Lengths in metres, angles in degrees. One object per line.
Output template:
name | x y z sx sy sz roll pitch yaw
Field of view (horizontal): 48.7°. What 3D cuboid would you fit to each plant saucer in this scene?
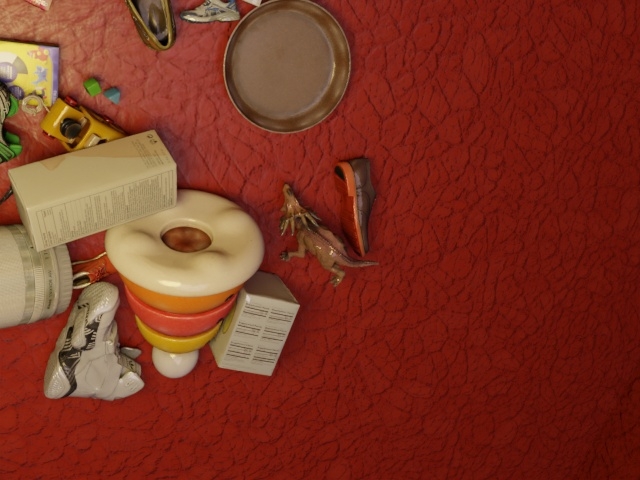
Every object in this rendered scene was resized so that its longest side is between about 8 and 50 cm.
plant saucer | -0.080 -0.408 1.659 0.311 0.050 0.310 -9 115 -19

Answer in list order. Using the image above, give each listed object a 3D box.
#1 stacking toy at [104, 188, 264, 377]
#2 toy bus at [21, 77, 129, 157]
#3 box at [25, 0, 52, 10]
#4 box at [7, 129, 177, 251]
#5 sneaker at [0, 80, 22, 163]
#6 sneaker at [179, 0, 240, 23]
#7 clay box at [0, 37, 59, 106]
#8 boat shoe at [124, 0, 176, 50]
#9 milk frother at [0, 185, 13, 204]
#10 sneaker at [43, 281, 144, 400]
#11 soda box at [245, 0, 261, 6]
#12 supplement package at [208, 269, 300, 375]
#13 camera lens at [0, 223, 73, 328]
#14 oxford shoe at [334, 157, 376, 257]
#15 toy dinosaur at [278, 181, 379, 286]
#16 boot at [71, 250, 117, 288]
stacking toy | -0.332 0.147 1.699 0.351 0.350 0.479 -4 132 -20
toy bus | -0.501 -0.226 1.507 0.202 0.104 0.190 -26 138 -29
box | -0.535 -0.588 1.355 0.128 0.122 0.256 22 102 -29
box | -0.468 -0.107 1.481 0.311 0.121 0.148 -20 149 -27
sneaker | -0.675 -0.304 1.371 0.146 0.134 0.343 -15 128 -20
sneaker | -0.245 -0.508 1.555 0.135 0.052 0.058 -12 106 -25
clay box | -0.654 -0.348 1.449 0.222 0.053 0.127 0 113 -23
boat shoe | -0.366 -0.543 1.453 0.111 0.104 0.307 -26 119 -10
milk frother | -0.729 -0.119 1.504 0.134 0.129 0.143 60 40 -30
sneaker | -0.507 0.252 1.697 0.210 0.137 0.365 18 121 -31
soda box | -0.224 -0.578 1.517 0.216 0.069 0.073 15 105 -26
supplement package | -0.181 0.197 1.791 0.149 0.194 0.203 15 105 -27
camera lens | -0.693 0.079 1.486 0.274 0.219 0.219 -8 116 -42
oxford shoe | 0.109 -0.084 1.849 0.098 0.097 0.271 -19 117 -20
toy dinosaur | 0.000 0.000 1.769 0.127 0.296 0.200 -54 164 -22
boot | -0.521 0.072 1.666 0.158 0.084 0.059 -18 115 -16
